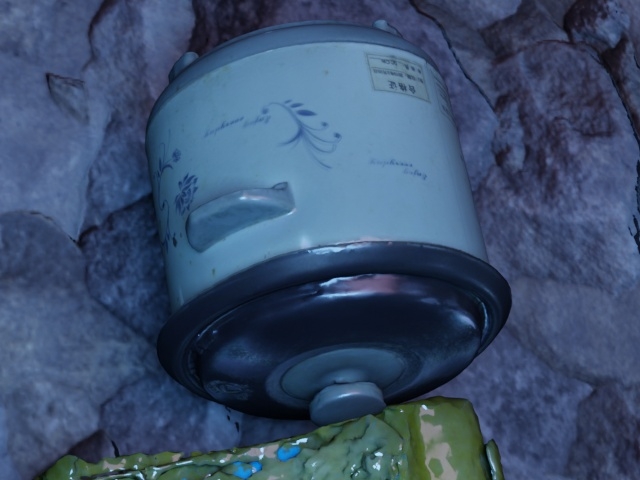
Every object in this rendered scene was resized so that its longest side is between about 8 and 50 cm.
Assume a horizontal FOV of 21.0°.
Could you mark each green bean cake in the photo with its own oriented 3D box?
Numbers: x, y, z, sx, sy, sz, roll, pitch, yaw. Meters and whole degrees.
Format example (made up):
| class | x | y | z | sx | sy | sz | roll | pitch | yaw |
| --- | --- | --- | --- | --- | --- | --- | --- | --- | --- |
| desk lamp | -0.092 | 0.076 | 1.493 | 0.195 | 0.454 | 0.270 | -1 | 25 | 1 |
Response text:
| class | x | y | z | sx | sy | sz | roll | pitch | yaw |
| --- | --- | --- | --- | --- | --- | --- | --- | --- | --- |
| green bean cake | -0.048 | 0.229 | 1.149 | 0.310 | 0.285 | 0.202 | -4 | 73 | -27 |

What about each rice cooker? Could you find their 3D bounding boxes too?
| class | x | y | z | sx | sy | sz | roll | pitch | yaw |
| --- | --- | --- | --- | --- | --- | --- | --- | --- | --- |
| rice cooker | 0.000 | 0.000 | 1.305 | 0.316 | 0.264 | 0.316 | 48 | 30 | -39 |
